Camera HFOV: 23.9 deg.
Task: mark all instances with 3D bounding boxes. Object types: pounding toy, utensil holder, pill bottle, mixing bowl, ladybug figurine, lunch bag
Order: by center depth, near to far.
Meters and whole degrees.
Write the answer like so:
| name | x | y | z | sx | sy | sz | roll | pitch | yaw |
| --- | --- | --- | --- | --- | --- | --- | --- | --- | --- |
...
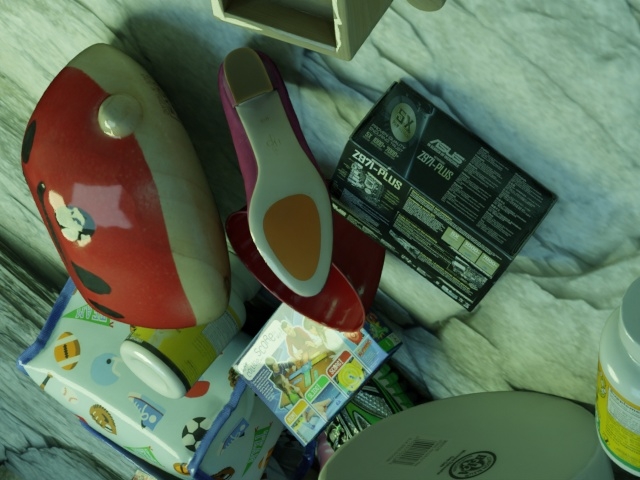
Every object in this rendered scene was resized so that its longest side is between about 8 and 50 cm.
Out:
| name | x | y | z | sx | sy | sz | roll | pitch | yaw |
| --- | --- | --- | --- | --- | --- | --- | --- | --- | --- |
| pounding toy | 0.017 | -0.233 | 1.136 | 0.206 | 0.094 | 0.181 | 20 | 147 | 20 |
| pill bottle | 0.298 | 0.114 | 1.306 | 0.118 | 0.117 | 0.208 | 29 | 156 | 24 |
| mixing bowl | 0.000 | 0.000 | 1.576 | 0.181 | 0.098 | 0.181 | 32 | 156 | 16 |
| utensil holder | 0.187 | 0.396 | 1.600 | 0.328 | 0.328 | 0.385 | 9 | 118 | 51 |
| ladybug figurine | -0.220 | -0.041 | 1.655 | 0.305 | 0.162 | 0.449 | 58 | 168 | 21 |
| pill bottle | -0.159 | 0.102 | 1.898 | 0.103 | 0.184 | 0.103 | 33 | 156 | 16 |
| lunch bag | -0.194 | 0.223 | 2.138 | 0.328 | 0.239 | 0.385 | 29 | 171 | 22 |

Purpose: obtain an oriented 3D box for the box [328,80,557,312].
| name | x | y | z | sx | sy | sz | roll | pitch | yaw |
| --- | --- | --- | --- | --- | --- | --- | --- | --- | --- |
| box | 0.104 | -0.037 | 1.374 | 0.180 | 0.077 | 0.147 | 37 | 158 | 6 |

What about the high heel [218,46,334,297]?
| name | x | y | z | sx | sy | sz | roll | pitch | yaw |
| --- | --- | --- | --- | --- | --- | --- | --- | --- | --- |
| high heel | -0.043 | -0.065 | 1.436 | 0.117 | 0.082 | 0.244 | -46 | -67 | -89 |

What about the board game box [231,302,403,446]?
| name | x | y | z | sx | sy | sz | roll | pitch | yaw |
| --- | --- | --- | --- | --- | --- | --- | --- | --- | --- |
| board game box | -0.007 | 0.134 | 1.773 | 0.136 | 0.035 | 0.201 | 47 | 130 | 10 |

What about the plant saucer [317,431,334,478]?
| name | x | y | z | sx | sy | sz | roll | pitch | yaw |
| --- | --- | --- | --- | --- | --- | --- | --- | --- | --- |
| plant saucer | 0.120 | 0.376 | 2.117 | 0.332 | 0.084 | 0.332 | 32 | 156 | 16 |

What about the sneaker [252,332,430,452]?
| name | x | y | z | sx | sy | sz | roll | pitch | yaw |
| --- | --- | --- | --- | --- | --- | --- | --- | --- | --- |
| sneaker | 0.050 | 0.227 | 1.864 | 0.343 | 0.146 | 0.134 | 38 | 158 | 6 |

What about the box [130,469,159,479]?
| name | x | y | z | sx | sy | sz | roll | pitch | yaw |
| --- | --- | --- | --- | --- | --- | --- | --- | --- | --- |
| box | -0.189 | 0.368 | 2.076 | 0.137 | 0.027 | 0.094 | 20 | 159 | 34 |

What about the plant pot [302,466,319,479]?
| name | x | y | z | sx | sy | sz | roll | pitch | yaw |
| --- | --- | --- | --- | --- | --- | --- | --- | --- | --- |
| plant pot | -0.087 | 0.452 | 2.353 | 0.280 | 0.323 | 0.323 | 51 | 162 | 19 |
